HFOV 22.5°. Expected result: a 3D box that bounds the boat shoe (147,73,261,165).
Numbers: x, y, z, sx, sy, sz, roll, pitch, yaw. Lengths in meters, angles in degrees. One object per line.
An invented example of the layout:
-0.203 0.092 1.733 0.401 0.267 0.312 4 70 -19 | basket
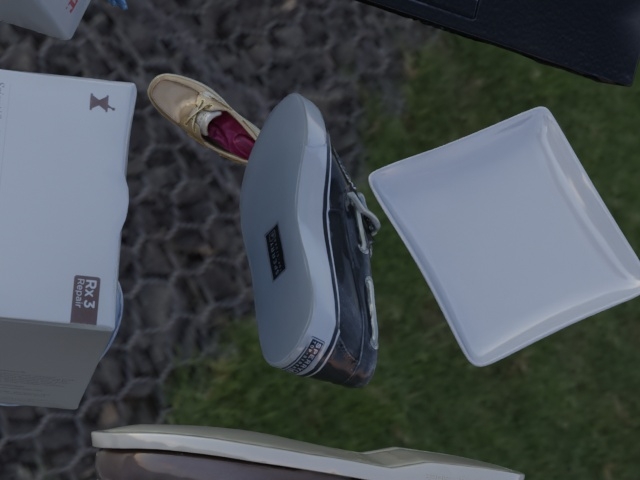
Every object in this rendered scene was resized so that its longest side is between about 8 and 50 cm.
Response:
-0.133 -0.146 1.947 0.170 0.063 0.059 31 6 -5 | boat shoe

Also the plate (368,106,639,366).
0.231 -0.004 1.998 0.277 0.045 0.278 -22 73 -23 | plate

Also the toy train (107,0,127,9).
-0.214 -0.305 1.689 0.080 0.184 0.105 -29 110 -7 | toy train

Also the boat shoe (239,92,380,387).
0.003 -0.002 1.471 0.105 0.113 0.306 22 38 -31 | boat shoe

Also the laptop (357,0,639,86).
0.114 -0.219 0.692 0.234 0.136 0.264 14 90 -29 | laptop

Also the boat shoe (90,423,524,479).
-0.012 0.195 1.188 0.324 0.116 0.096 8 88 -11 | boat shoe

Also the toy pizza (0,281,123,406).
-0.306 0.101 1.776 0.032 0.201 0.201 61 35 -47 | toy pizza

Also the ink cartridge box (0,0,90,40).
-0.276 -0.345 1.440 0.211 0.121 0.289 -65 160 -15 | ink cartridge box

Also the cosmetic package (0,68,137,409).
-0.264 0.014 1.435 0.156 0.385 0.217 6 71 -10 | cosmetic package
